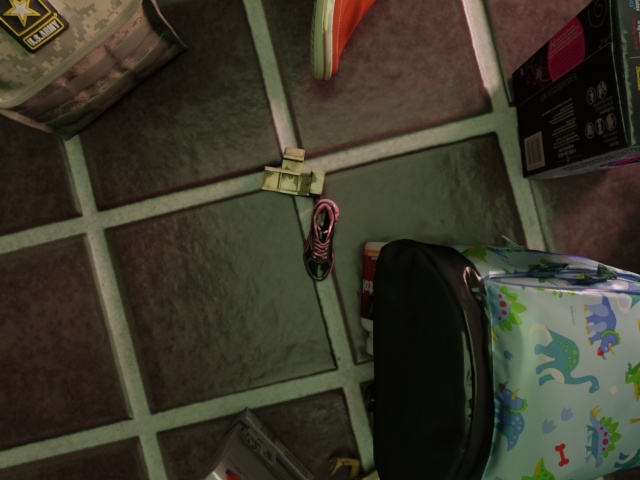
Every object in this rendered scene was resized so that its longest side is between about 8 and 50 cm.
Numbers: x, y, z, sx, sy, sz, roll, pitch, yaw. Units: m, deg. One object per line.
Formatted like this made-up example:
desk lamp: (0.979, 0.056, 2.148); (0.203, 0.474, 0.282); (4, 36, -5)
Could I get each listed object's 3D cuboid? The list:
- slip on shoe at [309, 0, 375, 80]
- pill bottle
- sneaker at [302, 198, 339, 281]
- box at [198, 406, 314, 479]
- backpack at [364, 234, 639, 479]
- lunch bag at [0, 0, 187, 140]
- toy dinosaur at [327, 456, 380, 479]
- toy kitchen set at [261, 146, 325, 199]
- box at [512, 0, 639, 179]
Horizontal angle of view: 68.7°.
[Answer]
slip on shoe: (0.060, -0.369, 0.627); (0.102, 0.123, 0.330); (20, 86, -3)
pill bottle: (0.099, 0.078, 0.639); (0.086, 0.086, 0.151); (2, 90, 1)
sneaker: (0.000, 0.000, 0.656); (0.047, 0.057, 0.119); (5, 92, -1)
box: (-0.073, 0.307, 0.593); (0.038, 0.186, 0.145); (-44, 90, 1)
backpack: (0.261, 0.141, 0.552); (0.356, 0.274, 0.289); (3, 90, -35)
lunch bag: (-0.321, -0.264, 0.547); (0.235, 0.287, 0.168); (-38, 89, 0)
toy dinosaur: (0.069, 0.344, 0.663); (0.112, 0.064, 0.211); (30, 100, -17)
toy kitchen set: (-0.036, -0.099, 0.646); (0.084, 0.075, 0.068); (9, 89, -3)
box: (0.349, -0.168, 0.552); (0.142, 0.247, 0.163); (-7, 90, 2)
